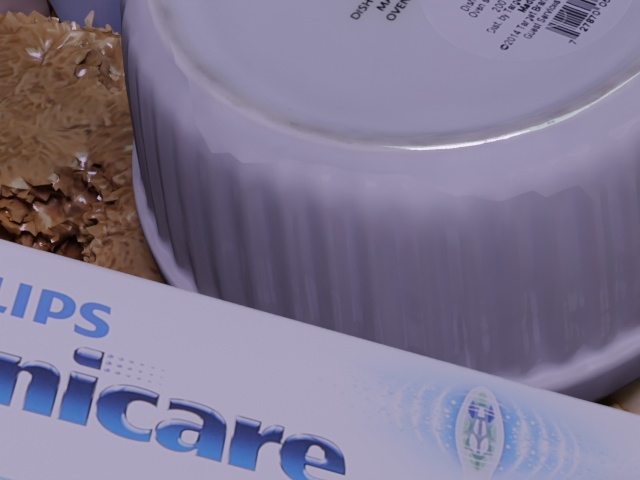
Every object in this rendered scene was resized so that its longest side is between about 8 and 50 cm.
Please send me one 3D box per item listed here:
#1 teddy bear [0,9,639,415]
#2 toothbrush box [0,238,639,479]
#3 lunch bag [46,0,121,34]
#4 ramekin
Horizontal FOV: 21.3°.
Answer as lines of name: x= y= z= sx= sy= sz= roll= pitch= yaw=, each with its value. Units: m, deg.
teddy bear: x=0.000 y=0.000 z=0.617 sx=0.338 sy=0.113 sz=0.245 roll=-4 pitch=51 yaw=6
toothbrush box: x=-0.046 y=0.162 z=0.371 sx=0.216 sy=0.126 sz=0.295 roll=17 pitch=49 yaw=-7
lunch bag: x=-0.049 y=-0.305 z=0.752 sx=0.239 sy=0.327 sz=0.385 roll=-4 pitch=53 yaw=-9
ramekin: x=0.037 y=-0.058 z=0.517 sx=0.207 sy=0.109 sz=0.207 roll=-4 pitch=53 yaw=5
